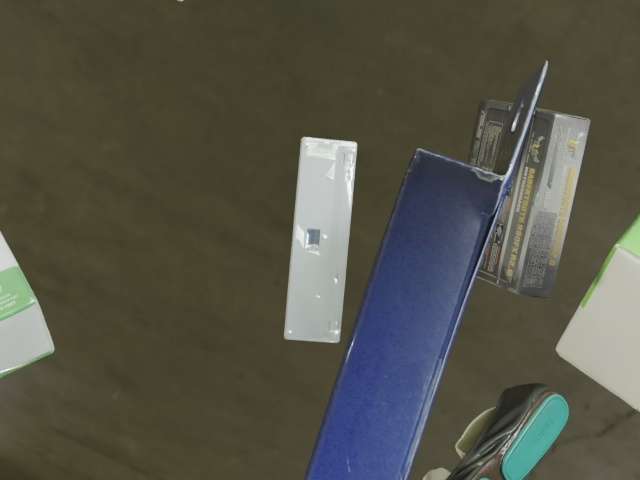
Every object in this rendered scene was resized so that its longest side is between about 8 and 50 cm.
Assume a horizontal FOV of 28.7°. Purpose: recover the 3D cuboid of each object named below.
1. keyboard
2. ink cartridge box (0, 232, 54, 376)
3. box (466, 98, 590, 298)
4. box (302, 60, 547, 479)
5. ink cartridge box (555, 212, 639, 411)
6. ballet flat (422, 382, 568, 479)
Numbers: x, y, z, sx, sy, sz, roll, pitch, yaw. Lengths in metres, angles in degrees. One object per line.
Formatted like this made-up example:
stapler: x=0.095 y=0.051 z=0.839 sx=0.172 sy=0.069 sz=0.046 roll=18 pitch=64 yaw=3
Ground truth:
keyboard: x=0.000 y=0.000 z=1.582 sx=0.072 sy=0.256 sz=0.014 roll=5 pitch=-179 yaw=-4
ink cartridge box: x=-0.366 y=0.040 z=1.179 sx=0.212 sy=0.154 sz=0.093 roll=53 pitch=161 yaw=32
box: x=0.249 y=-0.058 z=1.612 sx=0.056 sy=0.231 sz=0.183 roll=7 pitch=-172 yaw=-26
box: x=0.028 y=0.043 z=0.459 sx=0.036 sy=0.225 sz=0.136 roll=19 pitch=-175 yaw=4
ink cartridge box: x=0.381 y=0.012 z=1.288 sx=0.114 sy=0.273 sz=0.198 roll=36 pitch=146 yaw=16
ballet flat: x=0.186 y=0.278 z=1.467 sx=0.096 sy=0.280 sz=0.095 roll=10 pitch=137 yaw=47
